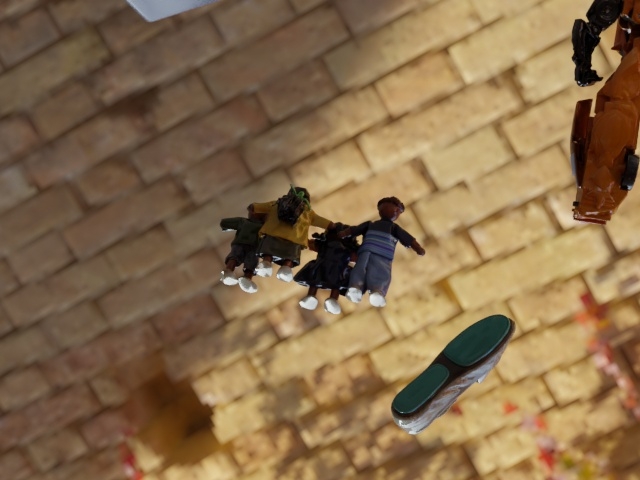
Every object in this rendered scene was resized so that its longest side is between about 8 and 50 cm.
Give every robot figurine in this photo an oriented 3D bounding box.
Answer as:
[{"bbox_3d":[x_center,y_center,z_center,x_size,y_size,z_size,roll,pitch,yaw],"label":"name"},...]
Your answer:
[{"bbox_3d":[0.376,-0.154,1.996,0.211,0.291,0.085,11,172,1],"label":"robot figurine"}]

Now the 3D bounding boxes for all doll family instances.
[{"bbox_3d":[0.000,0.000,1.654,0.076,0.193,0.111,107,1,-54],"label":"doll family"}]

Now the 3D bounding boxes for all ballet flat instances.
[{"bbox_3d":[0.145,0.144,1.897,0.168,0.052,0.057,-38,-137,-8],"label":"ballet flat"}]

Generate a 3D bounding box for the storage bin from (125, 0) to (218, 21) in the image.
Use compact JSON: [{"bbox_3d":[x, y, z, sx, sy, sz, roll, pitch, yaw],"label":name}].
[{"bbox_3d":[-0.124,-0.250,1.518,0.135,0.091,0.098,-15,-120,15],"label":"storage bin"}]
